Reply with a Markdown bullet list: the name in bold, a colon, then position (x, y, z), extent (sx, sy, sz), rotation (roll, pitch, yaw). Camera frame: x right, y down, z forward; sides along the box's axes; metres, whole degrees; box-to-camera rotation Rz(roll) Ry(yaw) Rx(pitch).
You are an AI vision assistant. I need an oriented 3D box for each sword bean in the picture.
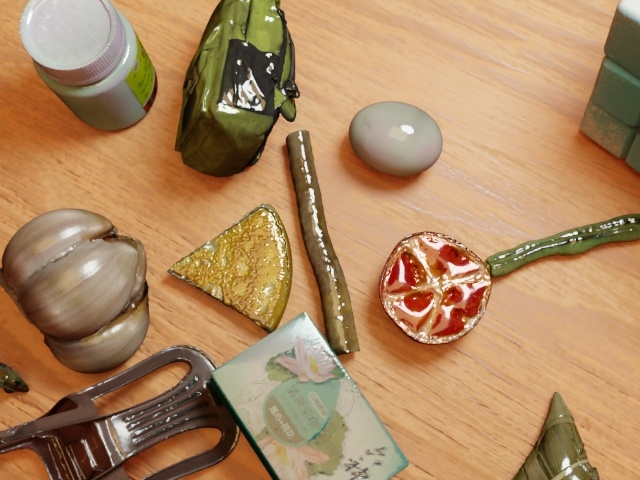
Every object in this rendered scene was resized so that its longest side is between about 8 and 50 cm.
- **sword bean**: position (0.359, 0.005, 1.168), extent (0.269, 0.038, 0.043), rotation (-15, 54, -3)

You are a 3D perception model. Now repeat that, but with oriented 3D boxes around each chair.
- **chair**: position (-0.287, 0.272, 1.078), extent (0.326, 0.183, 0.175), rotation (-14, 74, -48)

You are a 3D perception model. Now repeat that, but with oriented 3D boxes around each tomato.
- **tomato**: position (0.152, 0.071, 1.137), extent (0.155, 0.069, 0.155), rotation (1, 77, -3)

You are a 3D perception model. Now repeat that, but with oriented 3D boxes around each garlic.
- **garlic**: position (-0.321, 0.064, 1.095), extent (0.191, 0.160, 0.214), rotation (-32, 78, -1)

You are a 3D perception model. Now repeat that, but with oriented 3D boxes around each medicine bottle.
- **medicine bottle**: position (-0.309, -0.245, 1.122), extent (0.139, 0.225, 0.139), rotation (0, 80, 1)

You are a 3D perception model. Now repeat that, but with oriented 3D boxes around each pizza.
- **pizza**: position (-0.123, 0.050, 1.160), extent (0.176, 0.036, 0.185), rotation (-13, 81, -1)

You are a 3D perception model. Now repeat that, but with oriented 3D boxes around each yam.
- **yam**: position (0.000, 0.000, 1.165), extent (0.045, 0.045, 0.327), rotation (-7, 78, -24)

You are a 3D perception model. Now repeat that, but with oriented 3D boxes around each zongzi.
- **zongzi**: position (0.268, 0.311, 1.103), extent (0.189, 0.081, 0.178), rotation (-22, 58, 10)

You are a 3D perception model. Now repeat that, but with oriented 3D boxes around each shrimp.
- **shrimp**: position (-0.476, 0.129, 1.125), extent (0.035, 0.148, 0.195), rotation (-42, 125, 16)

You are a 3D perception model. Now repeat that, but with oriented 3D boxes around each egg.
- **egg**: position (0.106, -0.144, 1.162), extent (0.135, 0.103, 0.103), rotation (16, 79, 5)

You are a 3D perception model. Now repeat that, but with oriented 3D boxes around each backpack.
- **backpack**: position (-0.110, -0.222, 1.133), extent (0.140, 0.207, 0.253), rotation (14, 69, -19)

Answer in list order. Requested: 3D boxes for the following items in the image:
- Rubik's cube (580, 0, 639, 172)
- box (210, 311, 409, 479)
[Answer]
- **Rubik's cube**: position (0.569, -0.226, 1.044), extent (0.322, 0.316, 0.319), rotation (42, 81, 19)
- **box**: position (-0.018, 0.237, 1.083), extent (0.153, 0.092, 0.245), rotation (-33, 80, -16)
